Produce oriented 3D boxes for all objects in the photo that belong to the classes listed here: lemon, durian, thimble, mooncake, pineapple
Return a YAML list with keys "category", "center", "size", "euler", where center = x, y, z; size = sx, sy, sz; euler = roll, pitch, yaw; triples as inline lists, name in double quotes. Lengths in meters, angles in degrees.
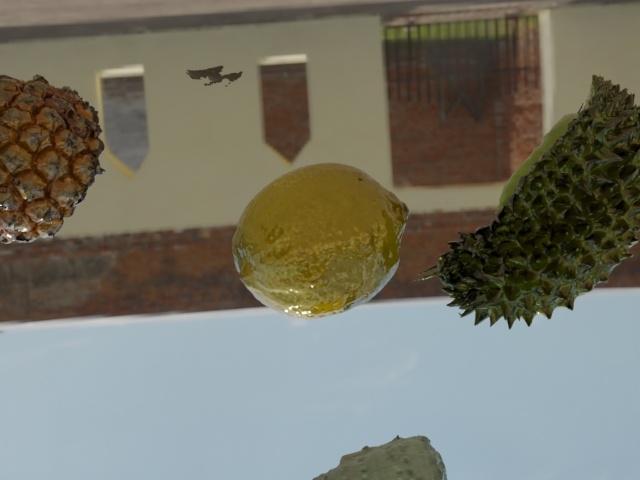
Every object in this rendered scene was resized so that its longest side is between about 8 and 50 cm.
- category: "lemon"
  center: [-0.002, 0.002, 1.214]
  size: [0.193, 0.180, 0.180]
  euler: [-51, -152, -19]
- category: "durian"
  center: [0.282, -0.042, 1.248]
  size: [0.352, 0.158, 0.169]
  euler: [-51, -167, -8]
- category: "thimble"
  center: [0.094, 0.371, 1.330]
  size: [0.172, 0.250, 0.205]
  euler: [-16, 147, 2]
- category: "mooncake"
  center: [-0.046, -0.135, 1.529]
  size: [0.057, 0.347, 0.150]
  euler: [-42, 169, 27]
- category: "pineapple"
  center: [-0.302, -0.090, 0.966]
  size: [0.137, 0.161, 0.176]
  euler: [28, -159, -48]
